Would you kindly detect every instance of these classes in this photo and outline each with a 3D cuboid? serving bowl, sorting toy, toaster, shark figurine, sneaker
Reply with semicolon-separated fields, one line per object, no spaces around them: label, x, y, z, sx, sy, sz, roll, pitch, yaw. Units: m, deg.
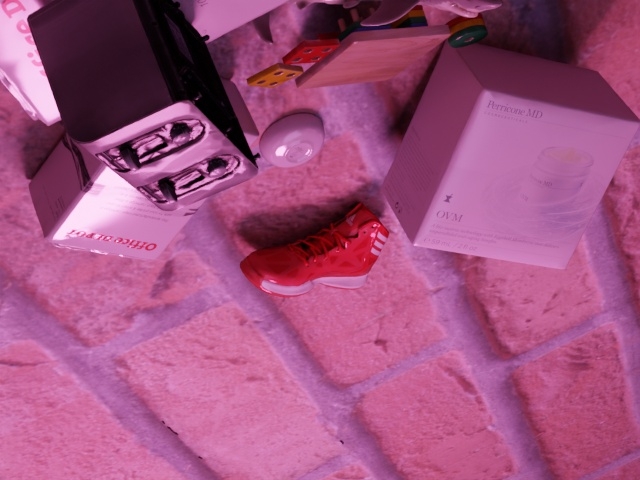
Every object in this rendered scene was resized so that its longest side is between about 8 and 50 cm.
serving bowl;-0.031;-0.115;1.718;0.083;0.027;0.083;-17;146;-12
sorting toy;0.045;-0.218;1.582;0.274;0.046;0.132;-10;168;-33
toaster;-0.148;-0.133;1.192;0.110;0.185;0.168;-27;156;8
shark figurine;0.040;-0.292;1.491;0.278;0.166;0.116;-3;118;-3
sneaker;0.000;0.000;1.869;0.221;0.087;0.128;-6;135;-48

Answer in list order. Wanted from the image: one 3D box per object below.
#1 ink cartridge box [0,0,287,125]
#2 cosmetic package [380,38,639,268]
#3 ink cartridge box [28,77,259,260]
ink cartridge box;-0.152;-0.314;1.236;0.395;0.166;0.285;-27;146;2
cosmetic package;0.229;-0.103;1.736;0.224;0.138;0.224;8;120;-24
ink cartridge box;-0.200;-0.088;1.582;0.160;0.092;0.219;12;132;-43
